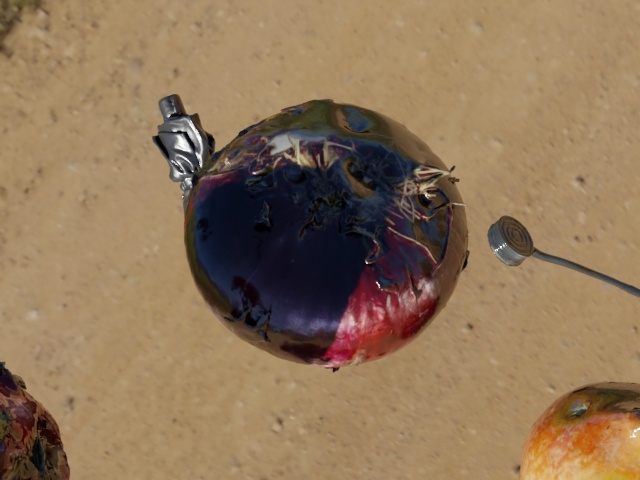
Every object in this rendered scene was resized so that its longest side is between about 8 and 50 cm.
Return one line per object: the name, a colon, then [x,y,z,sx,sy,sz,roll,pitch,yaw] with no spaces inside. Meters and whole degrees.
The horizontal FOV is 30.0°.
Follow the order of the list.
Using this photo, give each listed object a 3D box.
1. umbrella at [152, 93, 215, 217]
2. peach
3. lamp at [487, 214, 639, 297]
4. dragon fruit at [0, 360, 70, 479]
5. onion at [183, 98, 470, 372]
umbrella: [-0.206,-0.114,1.980,0.110,0.122,0.273,-19,84,5]
peach: [0.333,0.255,1.298,0.232,0.257,0.232,1,44,-1]
lamp: [0.410,0.038,1.645,0.108,0.371,0.130,-44,19,44]
dragon fruit: [-0.302,0.206,0.994,0.282,0.147,0.211,-46,58,34]
onion: [0.000,0.000,1.281,0.313,0.232,0.314,6,55,-9]
